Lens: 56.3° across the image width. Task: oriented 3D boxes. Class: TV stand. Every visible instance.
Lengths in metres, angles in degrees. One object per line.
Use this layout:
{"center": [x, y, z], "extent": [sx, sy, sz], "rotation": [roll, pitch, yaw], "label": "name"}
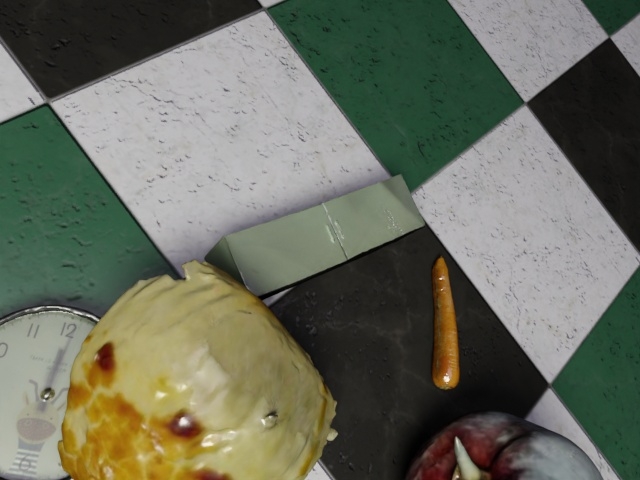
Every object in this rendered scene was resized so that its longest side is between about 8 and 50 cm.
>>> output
{"center": [0.000, 0.000, 0.757], "extent": [0.269, 0.088, 0.083], "rotation": [-22, 82, -30], "label": "TV stand"}

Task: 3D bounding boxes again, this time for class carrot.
{"center": [0.171, 0.112, 0.833], "extent": [0.037, 0.037, 0.190], "rotation": [13, 62, -21], "label": "carrot"}

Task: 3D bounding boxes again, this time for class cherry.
{"center": [0.213, 0.314, 0.653], "extent": [0.296, 0.255, 0.218], "rotation": [44, 83, -20], "label": "cherry"}

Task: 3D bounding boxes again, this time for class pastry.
{"center": [-0.101, 0.166, 0.567], "extent": [0.237, 0.170, 0.256], "rotation": [-52, 128, -26], "label": "pastry"}

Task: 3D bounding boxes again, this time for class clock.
{"center": [-0.271, 0.153, 0.595], "extent": [0.184, 0.040, 0.185], "rotation": [9, 68, -23], "label": "clock"}
